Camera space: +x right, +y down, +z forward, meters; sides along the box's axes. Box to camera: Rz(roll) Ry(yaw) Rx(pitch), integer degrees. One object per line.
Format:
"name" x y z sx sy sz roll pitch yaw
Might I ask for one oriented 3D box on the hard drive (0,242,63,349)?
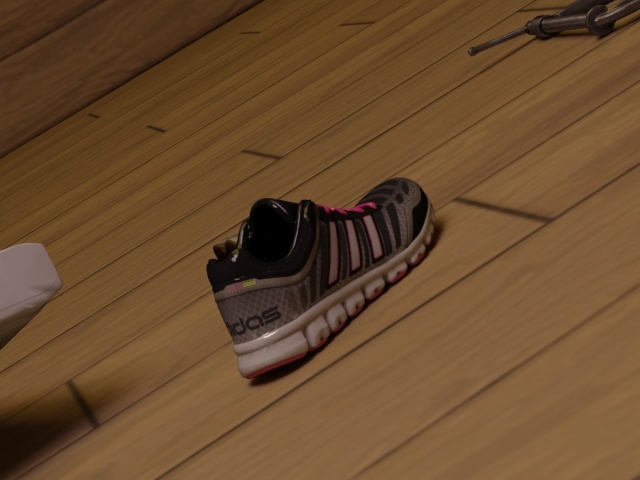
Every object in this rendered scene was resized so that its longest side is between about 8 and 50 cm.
"hard drive" -0.296 0.100 0.957 0.203 0.040 0.307 -23 -8 -35

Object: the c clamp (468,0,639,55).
"c clamp" 0.201 -0.168 1.185 0.137 0.022 0.161 -29 11 -16

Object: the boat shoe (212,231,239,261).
"boat shoe" -0.029 0.006 0.955 0.045 0.050 0.135 -38 15 -11

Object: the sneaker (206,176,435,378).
"sneaker" 0.000 0.000 0.861 0.063 0.074 0.170 -16 19 47
